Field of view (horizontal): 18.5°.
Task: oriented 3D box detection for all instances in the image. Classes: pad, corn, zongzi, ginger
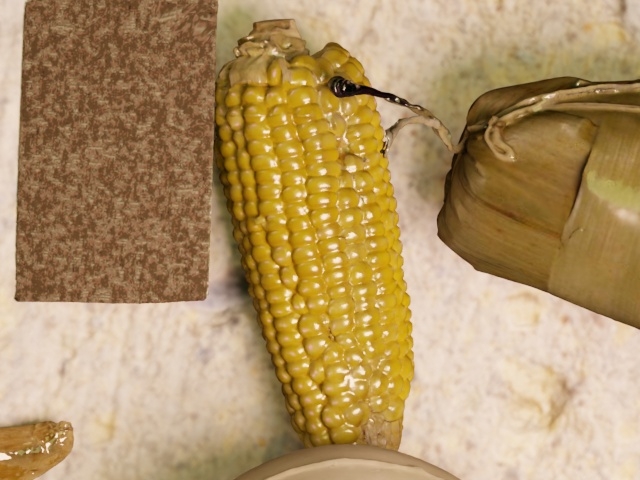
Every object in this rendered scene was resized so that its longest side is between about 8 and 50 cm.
[{"bbox_3d":[-0.155,-0.069,1.484,0.158,0.003,0.235,0,85,15],"label":"pad"},{"bbox_3d":[0.000,0.000,1.486,0.130,0.130,0.347,-12,91,-13],"label":"corn"},{"bbox_3d":[0.251,-0.081,1.524,0.447,0.181,0.418,20,42,8],"label":"zongzi"},{"bbox_3d":[-0.253,0.159,1.463,0.137,0.044,0.057,2,67,-14],"label":"ginger"}]

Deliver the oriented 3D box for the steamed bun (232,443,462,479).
[{"bbox_3d":[0.039,0.325,1.376,0.334,0.334,0.374,-42,97,-12],"label":"steamed bun"}]
